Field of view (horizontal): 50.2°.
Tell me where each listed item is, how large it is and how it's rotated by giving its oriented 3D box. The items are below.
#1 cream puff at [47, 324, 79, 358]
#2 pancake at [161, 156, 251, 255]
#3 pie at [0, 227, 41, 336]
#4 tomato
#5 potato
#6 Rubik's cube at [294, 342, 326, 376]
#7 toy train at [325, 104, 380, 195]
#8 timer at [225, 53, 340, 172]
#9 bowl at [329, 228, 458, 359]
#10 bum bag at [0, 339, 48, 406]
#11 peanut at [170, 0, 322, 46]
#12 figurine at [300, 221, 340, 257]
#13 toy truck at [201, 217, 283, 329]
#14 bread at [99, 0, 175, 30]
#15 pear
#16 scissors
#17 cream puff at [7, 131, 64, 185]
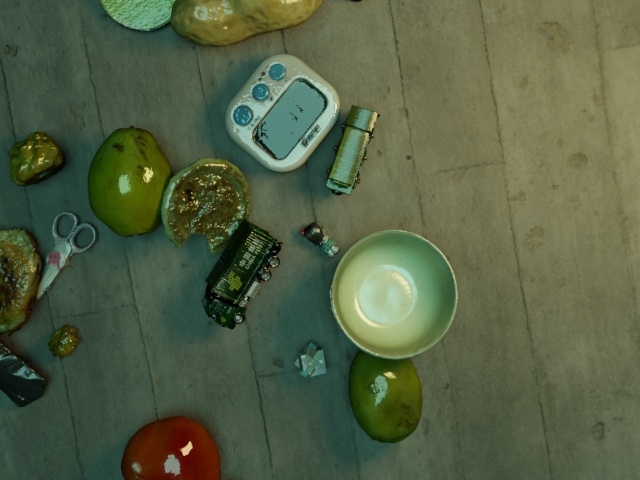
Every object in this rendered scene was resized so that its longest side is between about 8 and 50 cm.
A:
[{"bbox_3d":[-0.664,0.263,1.762,0.083,0.058,0.083,-15,92,4],"label":"cream puff"},{"bbox_3d":[-0.274,-0.082,1.673,0.253,0.037,0.254,-15,117,-30],"label":"pancake"},{"bbox_3d":[-0.851,0.106,1.738,0.307,0.085,0.309,0,96,3],"label":"pie"},{"bbox_3d":[-0.377,0.577,1.722,0.259,0.180,0.260,0,96,3],"label":"tomato"},{"bbox_3d":[0.164,0.385,1.714,0.186,0.148,0.254,-22,94,5],"label":"potato"},{"bbox_3d":[-0.030,0.306,1.746,0.073,0.075,0.084,-12,79,-14],"label":"Rubik's cube"},{"bbox_3d":[0.076,-0.219,1.677,0.090,0.137,0.226,18,93,0],"label":"toy train"},{"bbox_3d":[-0.094,-0.312,1.698,0.237,0.087,0.262,40,94,-1],"label":"timer"},{"bbox_3d":[0.173,0.135,1.673,0.306,0.163,0.308,0,82,0],"label":"bowl"},{"bbox_3d":[-0.815,0.323,1.750,0.123,0.060,0.248,-38,114,9],"label":"bum bag"},{"bbox_3d":[-0.172,-0.566,1.629,0.386,0.192,0.170,-19,101,2],"label":"peanut"},{"bbox_3d":[0.000,0.000,1.743,0.106,0.047,0.060,46,130,-9],"label":"figurine"},{"bbox_3d":[-0.202,0.089,1.713,0.121,0.088,0.259,30,95,-28],"label":"toy truck"},{"bbox_3d":[-0.442,-0.636,1.708,0.228,0.033,0.229,0,96,1],"label":"bread"},{"bbox_3d":[-0.457,-0.141,1.655,0.212,0.212,0.270,0,101,1],"label":"pear"},{"bbox_3d":[-0.676,0.046,1.760,0.118,0.030,0.242,33,94,2],"label":"scissors"},{"bbox_3d":[-0.710,-0.208,1.691,0.146,0.146,0.116,-28,92,3],"label":"cream puff"}]
